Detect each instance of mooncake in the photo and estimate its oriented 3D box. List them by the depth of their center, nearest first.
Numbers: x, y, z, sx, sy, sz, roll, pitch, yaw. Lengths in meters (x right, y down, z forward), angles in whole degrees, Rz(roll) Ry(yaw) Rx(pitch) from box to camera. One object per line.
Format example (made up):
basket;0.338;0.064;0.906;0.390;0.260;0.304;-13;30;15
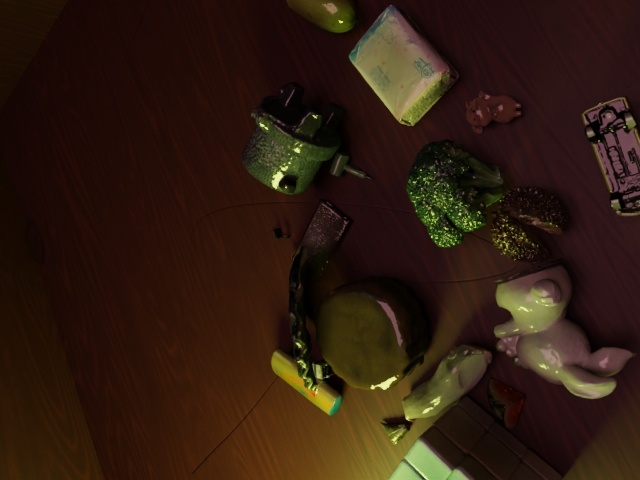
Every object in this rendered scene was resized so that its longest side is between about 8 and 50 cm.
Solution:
mooncake;0.155;0.262;1.529;0.323;0.187;0.325;5;99;36

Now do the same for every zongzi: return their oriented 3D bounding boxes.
zongzi;0.228;0.565;1.593;0.076;0.040;0.083;-54;46;19

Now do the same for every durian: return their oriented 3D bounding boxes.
durian;0.499;-0.041;1.285;0.196;0.167;0.196;-23;49;29

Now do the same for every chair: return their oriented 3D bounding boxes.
chair;-0.144;-0.023;1.815;0.086;0.037;0.042;-10;99;40

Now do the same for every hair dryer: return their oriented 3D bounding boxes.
hair dryer;0.103;-0.217;1.627;0.150;0.047;0.071;28;111;20

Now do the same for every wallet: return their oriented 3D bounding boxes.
wallet;0.000;0.000;1.714;0.132;0.039;0.243;36;113;22

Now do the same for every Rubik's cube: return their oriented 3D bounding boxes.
Rubik's cube;0.359;0.651;1.325;0.315;0.318;0.322;38;115;27

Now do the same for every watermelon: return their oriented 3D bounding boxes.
watermelon;0.496;0.433;1.375;0.094;0.125;0.135;-28;107;4

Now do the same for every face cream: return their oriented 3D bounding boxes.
face cream;-0.044;0.475;1.741;0.285;0.067;0.139;29;145;31

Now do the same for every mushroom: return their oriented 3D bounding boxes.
mushroom;0.343;0.398;1.450;0.351;0.097;0.109;-54;38;29

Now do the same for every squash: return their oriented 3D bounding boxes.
squash;0.015;-0.718;1.592;0.247;0.132;0.133;41;115;27

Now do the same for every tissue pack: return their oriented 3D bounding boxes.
tissue pack;0.227;-0.487;1.462;0.201;0.124;0.271;-46;68;33

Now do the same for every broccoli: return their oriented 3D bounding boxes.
broccoli;0.343;-0.134;1.353;0.245;0.265;0.295;4;56;8

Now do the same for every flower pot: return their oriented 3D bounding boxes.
flower pot;-0.094;-0.318;1.597;0.299;0.299;0.283;49;123;23

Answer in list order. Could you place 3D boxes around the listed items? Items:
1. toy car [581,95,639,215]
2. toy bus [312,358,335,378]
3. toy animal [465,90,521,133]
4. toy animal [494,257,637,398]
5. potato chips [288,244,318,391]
toy car;0.672;-0.186;1.161;0.101;0.124;0.257;-19;91;35
toy bus;0.017;0.409;1.689;0.058;0.102;0.052;-3;92;39
toy animal;0.441;-0.331;1.349;0.150;0.089;0.084;4;74;39
toy animal;0.549;0.210;1.229;0.247;0.182;0.310;134;120;-66
potato chips;-0.051;0.230;1.582;0.069;0.429;0.359;-5;122;0
